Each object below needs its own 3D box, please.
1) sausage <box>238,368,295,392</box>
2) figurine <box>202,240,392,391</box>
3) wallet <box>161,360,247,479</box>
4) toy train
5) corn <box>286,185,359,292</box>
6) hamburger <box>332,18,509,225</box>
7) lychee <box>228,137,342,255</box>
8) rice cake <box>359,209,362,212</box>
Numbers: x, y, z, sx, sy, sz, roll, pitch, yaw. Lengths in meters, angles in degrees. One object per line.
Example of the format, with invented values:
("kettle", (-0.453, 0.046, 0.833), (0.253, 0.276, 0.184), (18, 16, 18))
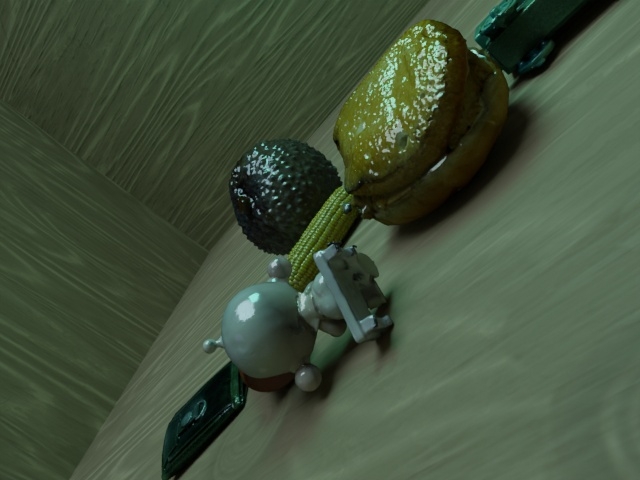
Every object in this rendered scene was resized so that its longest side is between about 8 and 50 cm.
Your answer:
("sausage", (-0.108, 0.183, 0.921), (0.113, 0.113, 0.259), (-53, 15, -7))
("figurine", (-0.038, 0.115, 0.712), (0.257, 0.182, 0.144), (-30, 1, 16))
("wallet", (-0.232, 0.348, 1.025), (0.236, 0.055, 0.160), (-48, 21, 13))
("toy train", (0.378, -0.398, 0.819), (0.298, 0.120, 0.194), (-42, 12, 34))
("corn", (0.000, 0.000, 1.093), (0.248, 0.081, 0.081), (-56, 14, -11))
("hamburger", (0.143, -0.175, 0.811), (0.314, 0.170, 0.290), (-46, 30, 35))
("lychee", (-0.080, -0.103, 1.248), (0.300, 0.300, 0.300), (-48, 14, 16))
("rice cake", (0.126, -0.142, 1.131), (0.045, 0.042, 0.245), (-46, 14, 40))
